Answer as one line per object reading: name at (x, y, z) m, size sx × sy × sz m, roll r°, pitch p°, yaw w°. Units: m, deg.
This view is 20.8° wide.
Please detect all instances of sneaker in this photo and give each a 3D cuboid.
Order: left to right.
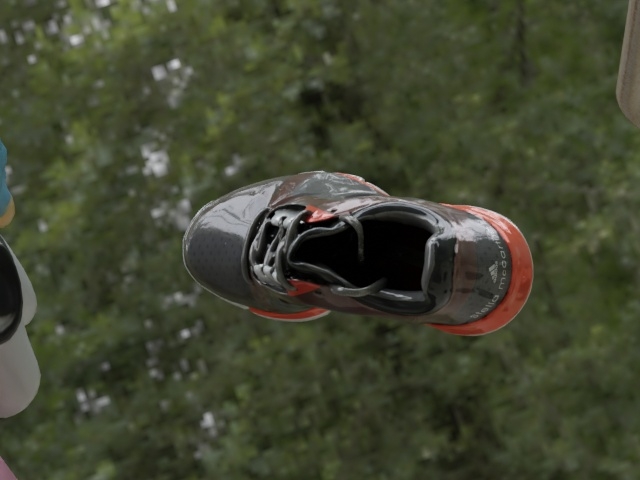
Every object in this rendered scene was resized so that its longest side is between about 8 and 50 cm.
sneaker at (0.000, 0.000, 0.648) m, size 0.158 × 0.061 × 0.065 m, roll 2°, pitch -6°, yaw 39°

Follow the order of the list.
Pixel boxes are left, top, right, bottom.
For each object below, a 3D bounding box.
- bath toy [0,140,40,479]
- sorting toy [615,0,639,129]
bath toy at (-0.173, 0.077, 0.586) m, size 0.151 × 0.348 × 0.129 m, roll -22°, pitch -42°, yaw 7°
sorting toy at (0.164, -0.130, 0.494) m, size 0.193 × 0.038 × 0.208 m, roll -41°, pitch -23°, yaw -9°
